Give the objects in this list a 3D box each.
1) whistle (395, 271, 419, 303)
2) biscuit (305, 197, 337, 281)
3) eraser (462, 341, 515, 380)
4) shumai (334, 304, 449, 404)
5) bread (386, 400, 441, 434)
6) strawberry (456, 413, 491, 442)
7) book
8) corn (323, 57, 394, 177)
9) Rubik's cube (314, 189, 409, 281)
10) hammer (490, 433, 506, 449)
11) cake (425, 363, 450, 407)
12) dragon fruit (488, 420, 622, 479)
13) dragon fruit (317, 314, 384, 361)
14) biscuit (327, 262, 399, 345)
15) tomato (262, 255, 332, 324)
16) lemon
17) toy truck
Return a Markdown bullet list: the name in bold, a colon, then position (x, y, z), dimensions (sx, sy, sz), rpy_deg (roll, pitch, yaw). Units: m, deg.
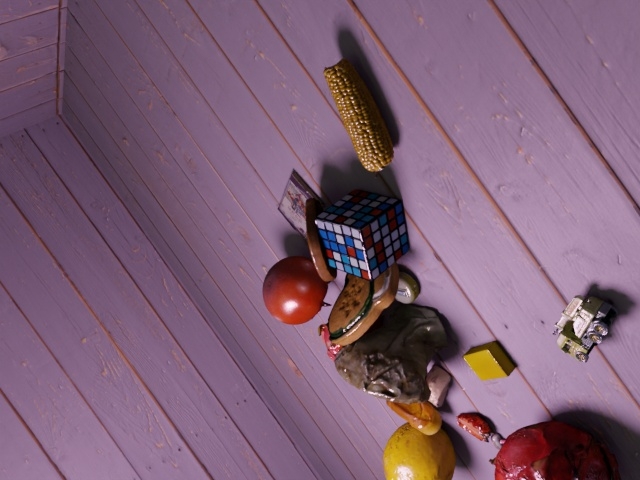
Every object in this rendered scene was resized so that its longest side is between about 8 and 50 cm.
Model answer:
- **whistle**: position (0.223, 0.143, 1.733), dimensions (0.198, 0.057, 0.104), rpy_deg (9, 126, 48)
- **biscuit**: position (-0.002, 0.000, 1.722), dimensions (0.273, 0.049, 0.257), rpy_deg (64, -163, -60)
- **eraser**: position (0.486, 0.353, 1.593), dimensions (0.097, 0.045, 0.122), rpy_deg (53, 149, 2)
- **shumai**: position (0.225, 0.331, 1.724), dimensions (0.330, 0.292, 0.288), rpy_deg (13, 92, 22)
- **bread**: position (0.327, 0.595, 1.944), dimensions (0.094, 0.102, 0.246), rpy_deg (40, 173, -26)
- **strawberry**: position (0.509, 0.611, 1.813), dimensions (0.103, 0.048, 0.152), rpy_deg (60, 163, -21)
- **book**: position (-0.075, -0.116, 1.917), dimensions (0.157, 0.026, 0.231), rpy_deg (48, 149, 10)
- **corn**: position (0.107, -0.315, 1.414), dimensions (0.102, 0.102, 0.310), rpy_deg (-8, 110, 56)
- **Rubik's cube**: position (0.125, -0.021, 1.589), dimensions (0.182, 0.187, 0.184), rpy_deg (18, 136, 44)
- **hammer**: position (0.589, 0.644, 1.756), dimensions (0.083, 0.031, 0.052), rpy_deg (-21, 105, 47)
- **cake**: position (0.369, 0.526, 1.849), dimensions (0.086, 0.117, 0.220), rpy_deg (31, 141, 23)
- **dragon fruit**: position (0.620, 0.630, 1.459), dimensions (0.295, 0.296, 0.302), rpy_deg (52, 136, 5)
- **dragon fruit**: position (0.115, 0.341, 1.923), dimensions (0.224, 0.227, 0.224), rpy_deg (39, 154, 24)
- **biscuit**: position (0.122, 0.165, 1.725), dimensions (0.057, 0.287, 0.343), rpy_deg (27, 125, -20)
- **tomato**: position (-0.091, 0.180, 2.006), dimensions (0.225, 0.255, 0.256), rpy_deg (20, 163, -29)
- **lemon**: position (0.352, 0.787, 1.955), dimensions (0.258, 0.310, 0.257), rpy_deg (10, 118, 19)
- **toy truck**: position (0.600, 0.195, 1.259), dimensions (0.100, 0.077, 0.168), rpy_deg (33, 144, 27)
